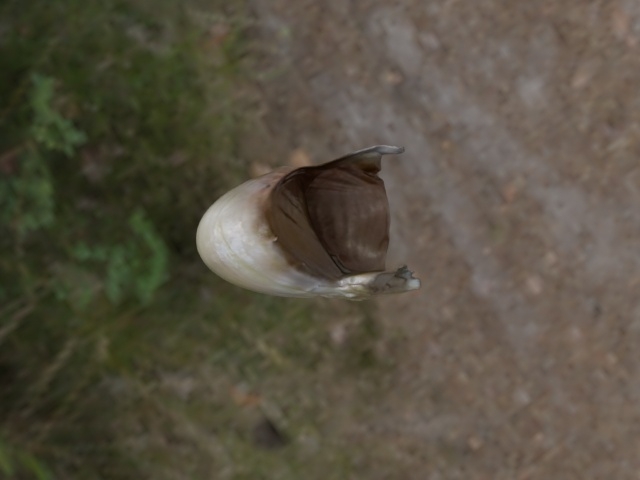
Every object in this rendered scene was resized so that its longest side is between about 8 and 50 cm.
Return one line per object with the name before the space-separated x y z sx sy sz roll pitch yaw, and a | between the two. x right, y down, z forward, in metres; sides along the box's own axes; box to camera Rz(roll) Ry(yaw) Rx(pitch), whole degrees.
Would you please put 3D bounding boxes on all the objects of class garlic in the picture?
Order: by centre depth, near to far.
garlic | -0.009 -0.008 1.294 0.124 0.174 0.099 -8 84 31
